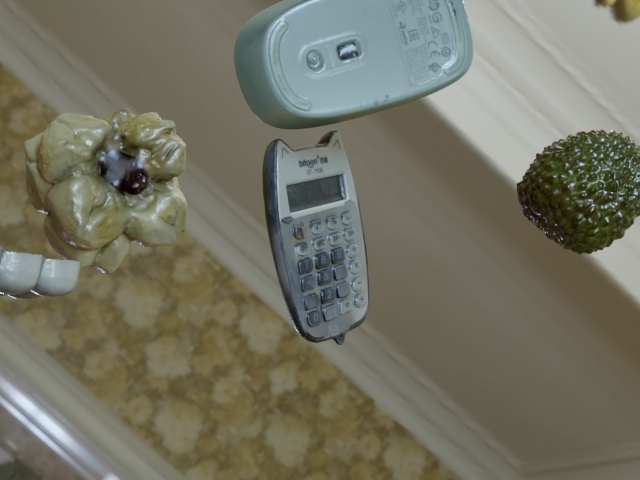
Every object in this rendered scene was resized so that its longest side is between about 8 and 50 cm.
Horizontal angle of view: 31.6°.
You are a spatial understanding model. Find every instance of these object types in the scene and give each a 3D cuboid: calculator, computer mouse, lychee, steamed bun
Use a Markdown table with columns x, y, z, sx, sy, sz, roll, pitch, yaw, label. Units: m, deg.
| x | y | z | sx | sy | sz | roll | pitch | yaw | label |
| --- | --- | --- | --- | --- | --- | --- | --- | --- | --- |
| 0.000 | 0.000 | 1.411 | 0.040 | 0.177 | 0.268 | -10 | -88 | 37 | calculator |
| 0.038 | -0.225 | 1.332 | 0.097 | 0.289 | 0.159 | -176 | -113 | -72 | computer mouse |
| 0.345 | -0.065 | 1.454 | 0.171 | 0.171 | 0.171 | 31 | -28 | 18 | lychee |
| -0.239 | -0.058 | 1.292 | 0.106 | 0.178 | 0.192 | 171 | -88 | -70 | steamed bun |

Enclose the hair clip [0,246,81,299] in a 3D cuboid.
| x | y | z | sx | sy | sz | roll | pitch | yaw | label |
| --- | --- | --- | --- | --- | --- | --- | --- | --- | --- |
| -0.215 | -0.006 | 0.461 | 0.140 | 0.054 | 0.220 | -10 | -18 | 23 | hair clip |
